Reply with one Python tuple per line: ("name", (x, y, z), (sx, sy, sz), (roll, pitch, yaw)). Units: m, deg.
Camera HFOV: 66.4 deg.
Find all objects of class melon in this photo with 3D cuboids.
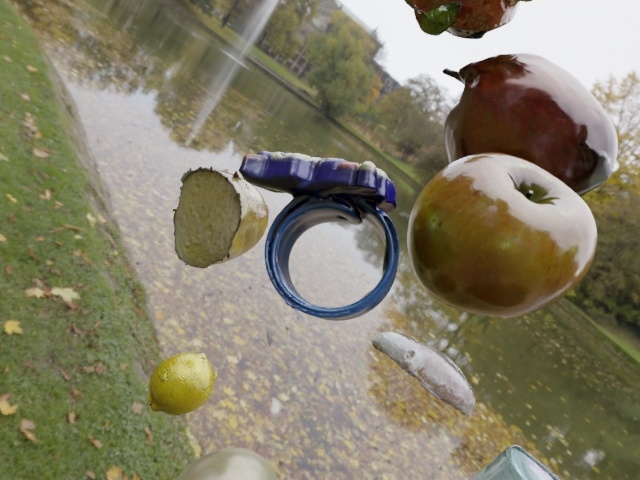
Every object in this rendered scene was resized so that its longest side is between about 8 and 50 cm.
("melon", (-0.177, 0.500, 0.867), (0.223, 0.223, 0.317), (36, 1, 1))

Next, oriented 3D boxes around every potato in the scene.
("potato", (-0.254, -0.069, 1.407), (0.289, 0.300, 0.237), (26, 18, 32))

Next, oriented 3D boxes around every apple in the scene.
("apple", (0.234, -0.001, 0.668), (0.237, 0.207, 0.237), (10, 42, -10))

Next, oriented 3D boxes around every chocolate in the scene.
("chocolate", (0.265, 0.315, 1.207), (0.303, 0.100, 0.185), (36, -1, -25))

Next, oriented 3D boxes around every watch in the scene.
("watch", (0.009, 0.002, 0.635), (0.196, 0.200, 0.171), (4, -9, 18))

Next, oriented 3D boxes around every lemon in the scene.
("lemon", (-0.405, 0.419, 1.423), (0.173, 0.206, 0.173), (41, -30, 30))

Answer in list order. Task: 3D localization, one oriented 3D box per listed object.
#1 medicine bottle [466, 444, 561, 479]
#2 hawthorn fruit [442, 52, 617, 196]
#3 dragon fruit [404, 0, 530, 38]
("medicine bottle", (0.213, 0.438, 0.591), (0.245, 0.290, 0.245), (43, 10, -9))
("hawthorn fruit", (0.400, -0.200, 0.964), (0.308, 0.324, 0.308), (-8, 8, 1))
("dragon fruit", (0.280, -0.493, 0.948), (0.268, 0.130, 0.295), (-30, 54, -30))
